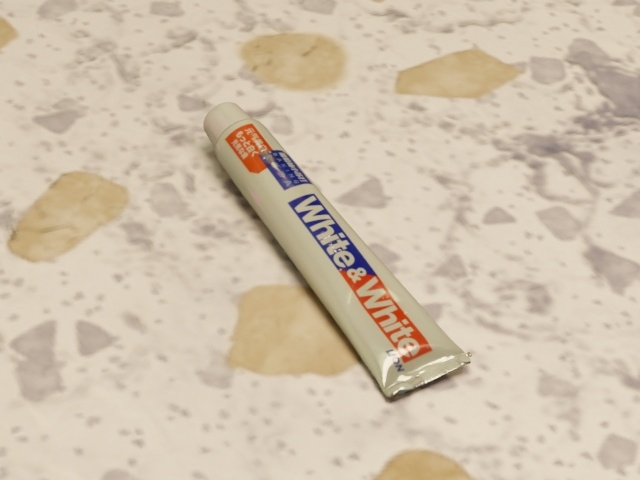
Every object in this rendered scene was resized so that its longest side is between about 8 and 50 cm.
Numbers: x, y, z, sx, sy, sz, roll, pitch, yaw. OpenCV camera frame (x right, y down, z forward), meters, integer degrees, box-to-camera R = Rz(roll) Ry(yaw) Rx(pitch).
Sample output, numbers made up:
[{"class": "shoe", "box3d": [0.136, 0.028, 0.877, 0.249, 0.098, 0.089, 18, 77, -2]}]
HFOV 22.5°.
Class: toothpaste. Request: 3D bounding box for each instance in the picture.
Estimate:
[{"class": "toothpaste", "box3d": [0.000, 0.000, 0.864, 0.052, 0.033, 0.218, -22, 53, -23]}]
